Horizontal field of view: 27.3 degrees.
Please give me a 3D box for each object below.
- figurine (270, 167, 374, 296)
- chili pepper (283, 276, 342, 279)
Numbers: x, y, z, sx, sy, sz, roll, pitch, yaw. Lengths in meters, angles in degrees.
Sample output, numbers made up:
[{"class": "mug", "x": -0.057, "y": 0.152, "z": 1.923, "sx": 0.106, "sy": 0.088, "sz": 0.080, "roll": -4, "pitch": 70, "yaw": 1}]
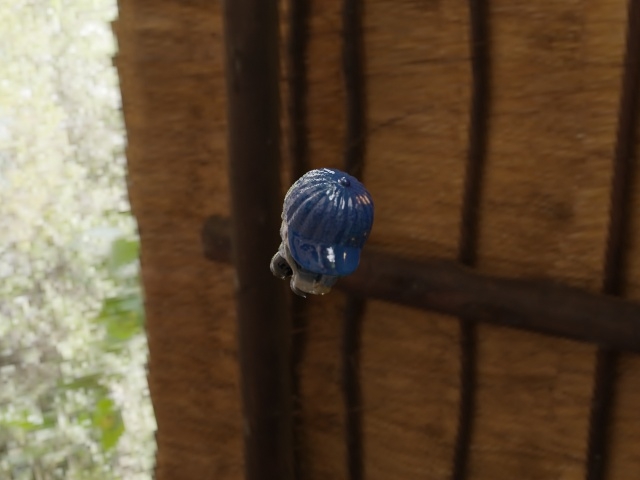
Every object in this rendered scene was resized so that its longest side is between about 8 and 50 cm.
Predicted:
[{"class": "figurine", "x": 0.000, "y": 0.000, "z": 1.098, "sx": 0.086, "sy": 0.087, "sz": 0.149, "roll": 45, "pitch": -20, "yaw": 8}, {"class": "chili pepper", "x": -0.009, "y": 0.026, "z": 1.260, "sx": 0.083, "sy": 0.022, "sz": 0.027, "roll": -3, "pitch": -111, "yaw": 36}]
